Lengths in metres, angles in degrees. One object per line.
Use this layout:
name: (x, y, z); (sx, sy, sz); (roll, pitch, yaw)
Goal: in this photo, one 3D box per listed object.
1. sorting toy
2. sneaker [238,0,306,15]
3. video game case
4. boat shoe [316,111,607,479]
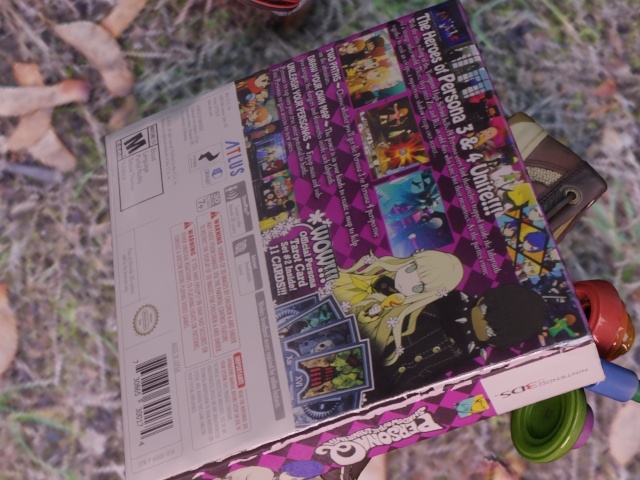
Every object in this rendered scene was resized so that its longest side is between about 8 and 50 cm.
sorting toy: (0.140, 0.071, 0.616); (0.042, 0.061, 0.102); (23, 83, -26)
sneaker: (-0.013, -0.238, 0.695); (0.125, 0.104, 0.262); (31, 64, -22)
video game case: (0.000, 0.000, 0.577); (0.210, 0.042, 0.232); (-21, 48, 9)
boat shoe: (0.071, 0.036, 0.609); (0.073, 0.080, 0.223); (30, 74, 16)
